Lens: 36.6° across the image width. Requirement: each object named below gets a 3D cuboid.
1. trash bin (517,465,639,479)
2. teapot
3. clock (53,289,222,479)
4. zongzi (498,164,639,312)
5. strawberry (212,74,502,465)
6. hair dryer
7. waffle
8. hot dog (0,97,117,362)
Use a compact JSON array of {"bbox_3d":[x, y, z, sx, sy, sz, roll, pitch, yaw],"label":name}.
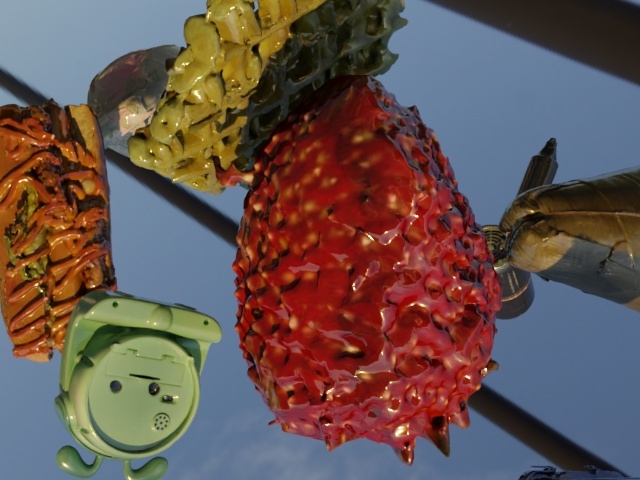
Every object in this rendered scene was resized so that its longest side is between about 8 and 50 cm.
[{"bbox_3d":[0.317,0.310,1.009,0.234,0.184,0.162,-32,-124,58],"label":"trash bin"},{"bbox_3d":[-0.284,-0.225,1.511,0.178,0.221,0.163,-24,-98,48],"label":"teapot"},{"bbox_3d":[-0.184,0.149,0.960,0.060,0.148,0.188,9,-93,57],"label":"clock"},{"bbox_3d":[0.387,0.057,1.212,0.300,0.274,0.145,70,-26,16],"label":"zongzi"},{"bbox_3d":[0.020,0.023,0.926,0.292,0.343,0.292,-21,-165,6],"label":"strawberry"},{"bbox_3d":[0.353,-0.053,1.713,0.107,0.189,0.352,13,-114,26],"label":"hair dryer"},{"bbox_3d":[-0.044,-0.169,1.002,0.073,0.297,0.317,48,-68,22],"label":"waffle"},{"bbox_3d":[-0.345,-0.015,1.248,0.117,0.158,0.349,168,-83,-66],"label":"hot dog"}]
